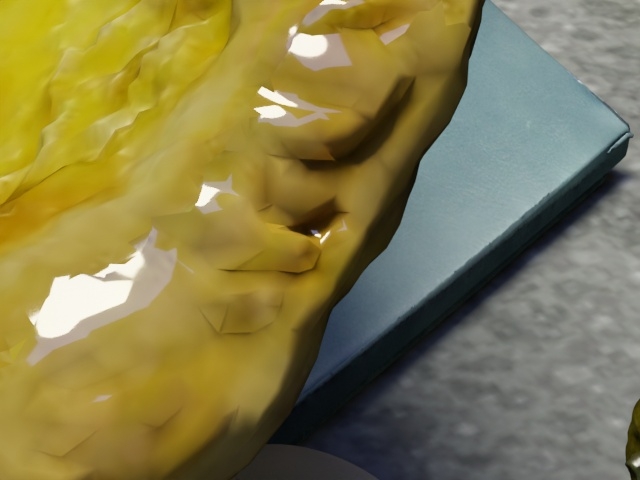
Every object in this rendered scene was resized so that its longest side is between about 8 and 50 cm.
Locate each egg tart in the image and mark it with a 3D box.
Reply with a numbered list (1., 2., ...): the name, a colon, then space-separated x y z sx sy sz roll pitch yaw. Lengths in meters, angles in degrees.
1. egg tart: -0.142 -0.044 0.479 0.443 0.178 0.443 -14 54 20

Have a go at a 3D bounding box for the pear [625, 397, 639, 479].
1. pear: 0.150 0.060 0.508 0.131 0.107 0.107 3 37 -13

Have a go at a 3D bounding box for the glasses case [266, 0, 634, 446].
1. glasses case: 0.000 0.000 0.634 0.105 0.056 0.266 44 50 11

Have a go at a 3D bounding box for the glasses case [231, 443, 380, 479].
1. glasses case: -0.052 0.123 0.458 0.081 0.051 0.204 21 42 32
